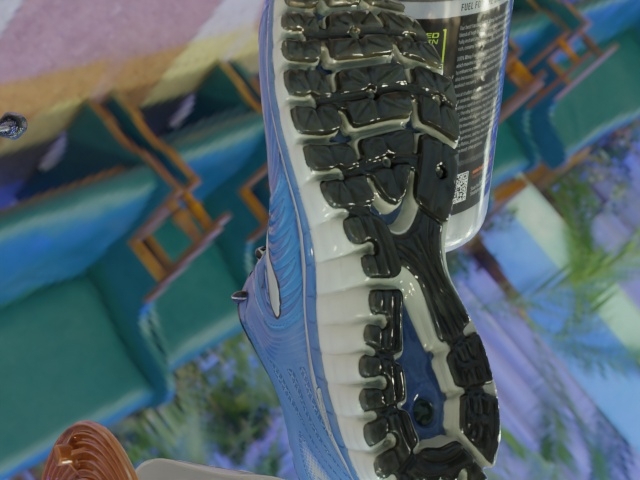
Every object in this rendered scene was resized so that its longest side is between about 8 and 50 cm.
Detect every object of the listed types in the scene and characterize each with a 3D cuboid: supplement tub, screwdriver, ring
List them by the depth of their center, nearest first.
[{"bbox_3d":[-0.250,-0.085,1.055,0.170,0.024,0.025,-112,-143,-78],"label":"screwdriver"},{"bbox_3d":[0.063,-0.169,1.197,0.207,0.207,0.338,-29,133,-44],"label":"supplement tub"},{"bbox_3d":[-0.235,0.348,1.329,0.032,0.337,0.336,-1,149,-31],"label":"ring"}]

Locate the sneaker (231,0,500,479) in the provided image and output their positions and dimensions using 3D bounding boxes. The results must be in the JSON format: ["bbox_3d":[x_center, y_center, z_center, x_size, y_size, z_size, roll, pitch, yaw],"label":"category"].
[{"bbox_3d":[0.000,0.000,0.786,0.129,0.330,0.147,1,168,-38],"label":"sneaker"}]

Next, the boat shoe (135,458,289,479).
[{"bbox_3d":[-0.079,0.303,1.489,0.088,0.267,0.096,25,74,-73],"label":"boat shoe"}]
